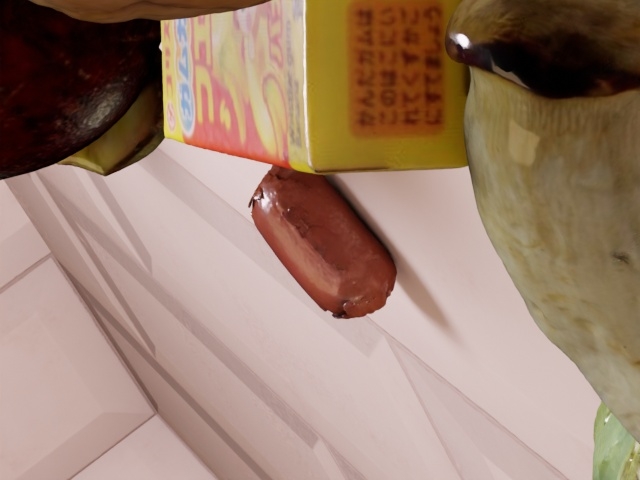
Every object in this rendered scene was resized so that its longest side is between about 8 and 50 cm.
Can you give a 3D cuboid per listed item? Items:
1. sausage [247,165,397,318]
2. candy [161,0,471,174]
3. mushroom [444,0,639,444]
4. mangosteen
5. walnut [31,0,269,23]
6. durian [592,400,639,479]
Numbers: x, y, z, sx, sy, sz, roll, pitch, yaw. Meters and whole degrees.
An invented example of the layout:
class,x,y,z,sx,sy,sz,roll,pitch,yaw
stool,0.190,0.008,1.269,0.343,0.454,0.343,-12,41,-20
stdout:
class,x,y,z,sx,sy,sz,roll,pitch,yaw
sausage,0.000,0.000,1.426,0.141,0.076,0.076,52,168,3
candy,-0.010,-0.114,0.952,0.276,0.088,0.146,-157,64,-70
mushroom,0.137,0.004,0.866,0.107,0.087,0.333,17,152,31
mangosteen,-0.248,-0.182,1.319,0.330,0.330,0.330,50,168,15
walnut,-0.071,-0.217,0.617,0.285,0.285,0.296,31,133,61
durian,0.241,0.213,1.138,0.394,0.163,0.198,71,-163,-45
